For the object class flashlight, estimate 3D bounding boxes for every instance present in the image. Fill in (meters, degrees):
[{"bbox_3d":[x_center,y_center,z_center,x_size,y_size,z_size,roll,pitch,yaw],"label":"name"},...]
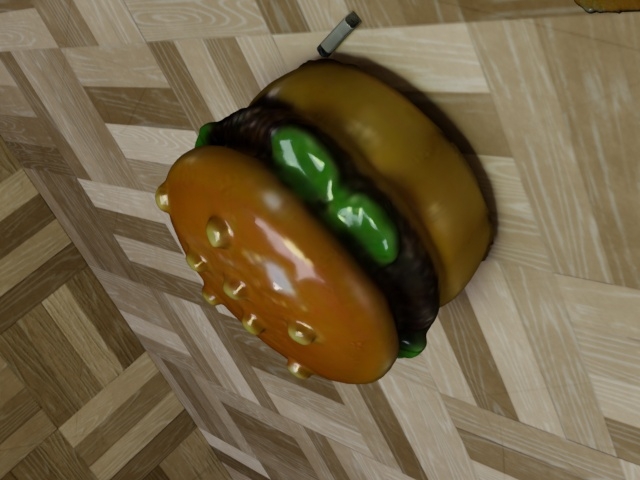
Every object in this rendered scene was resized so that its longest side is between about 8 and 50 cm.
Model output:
[{"bbox_3d":[0.020,-0.241,1.038,0.018,0.018,0.083,49,154,-6],"label":"flashlight"}]

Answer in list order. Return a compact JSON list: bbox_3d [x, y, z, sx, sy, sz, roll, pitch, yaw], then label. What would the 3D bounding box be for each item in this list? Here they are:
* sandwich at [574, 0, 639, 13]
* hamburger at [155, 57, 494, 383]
[{"bbox_3d":[0.288,-0.219,0.571,0.186,0.108,0.220,38,150,20],"label":"sandwich"},{"bbox_3d":[0.000,0.000,1.091,0.395,0.277,0.396,38,157,19],"label":"hamburger"}]
